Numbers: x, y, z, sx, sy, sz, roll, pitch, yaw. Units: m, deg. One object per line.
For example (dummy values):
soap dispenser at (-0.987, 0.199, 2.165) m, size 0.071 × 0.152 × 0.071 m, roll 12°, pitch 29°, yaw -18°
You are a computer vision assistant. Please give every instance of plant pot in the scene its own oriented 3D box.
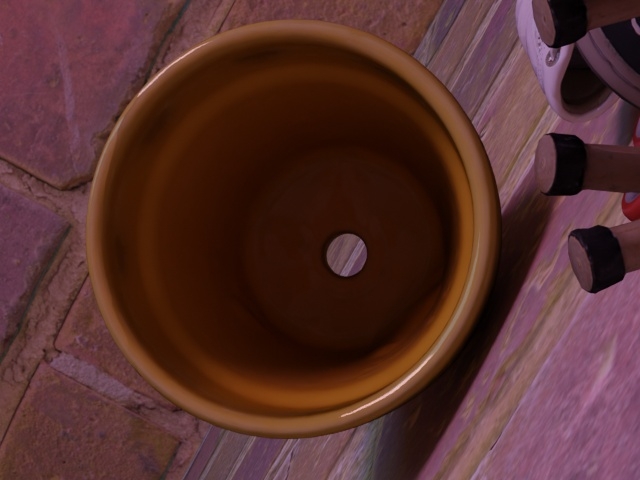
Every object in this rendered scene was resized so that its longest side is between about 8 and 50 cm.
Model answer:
plant pot at (0.000, 0.000, 1.093) m, size 0.254 × 0.254 × 0.239 m, roll -63°, pitch -12°, yaw 1°

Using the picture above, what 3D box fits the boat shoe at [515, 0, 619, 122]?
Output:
boat shoe at (0.186, -0.172, 0.821) m, size 0.096 × 0.098 × 0.277 m, roll -90°, pitch 19°, yaw -48°

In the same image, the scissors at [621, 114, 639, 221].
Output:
scissors at (0.215, -0.135, 0.721) m, size 0.297 × 0.021 × 0.109 m, roll -59°, pitch 4°, yaw 28°

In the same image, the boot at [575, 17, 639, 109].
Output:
boot at (0.215, -0.236, 0.562) m, size 0.377 × 0.138 × 0.284 m, roll -67°, pitch 9°, yaw -11°

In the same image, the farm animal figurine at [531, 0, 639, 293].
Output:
farm animal figurine at (0.156, -0.150, 0.399) m, size 0.330 × 0.172 × 0.326 m, roll 121°, pitch 139°, yaw -71°
